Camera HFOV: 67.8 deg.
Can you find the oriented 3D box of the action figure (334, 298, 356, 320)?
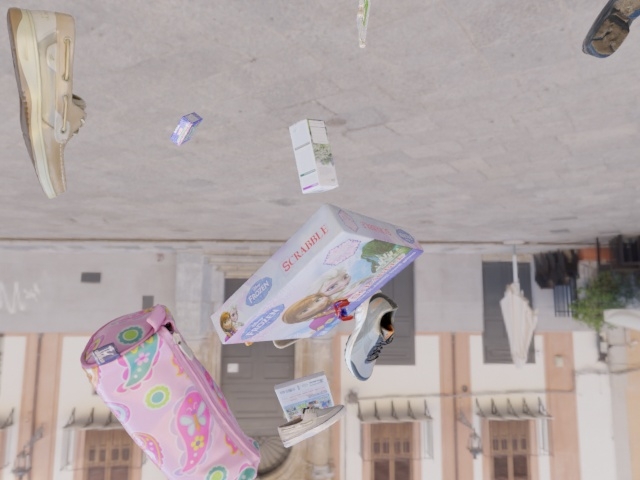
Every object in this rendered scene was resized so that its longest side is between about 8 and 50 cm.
[{"bbox_3d":[0.040,0.122,0.824,0.030,0.038,0.115,-18,175,-7],"label":"action figure"}]

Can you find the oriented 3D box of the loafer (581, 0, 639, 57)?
[{"bbox_3d":[0.474,-0.369,0.743,0.062,0.170,0.061,34,-160,-11],"label":"loafer"}]

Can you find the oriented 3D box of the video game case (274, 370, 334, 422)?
[{"bbox_3d":[-0.024,0.276,0.822,0.087,0.011,0.122,-16,129,-3],"label":"video game case"}]

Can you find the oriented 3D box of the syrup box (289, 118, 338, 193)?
[{"bbox_3d":[-0.023,-0.284,1.620,0.096,0.237,0.093,-13,178,45],"label":"syrup box"}]

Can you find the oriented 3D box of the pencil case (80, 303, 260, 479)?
[{"bbox_3d":[-0.183,0.215,0.613,0.124,0.284,0.124,-22,-159,9],"label":"pencil case"}]

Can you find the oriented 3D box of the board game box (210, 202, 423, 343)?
[{"bbox_3d":[0.007,0.081,0.923,0.318,0.066,0.318,-44,151,23],"label":"board game box"}]

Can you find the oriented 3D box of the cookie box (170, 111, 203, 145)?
[{"bbox_3d":[-0.443,-0.370,1.574,0.040,0.092,0.107,36,-158,-8],"label":"cookie box"}]

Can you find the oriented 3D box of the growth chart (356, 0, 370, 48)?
[{"bbox_3d":[0.106,-0.572,1.138,0.021,0.172,0.237,8,-177,6],"label":"growth chart"}]

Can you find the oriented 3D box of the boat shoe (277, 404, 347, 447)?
[{"bbox_3d":[-0.013,0.240,0.641,0.100,0.035,0.035,-31,172,11],"label":"boat shoe"}]

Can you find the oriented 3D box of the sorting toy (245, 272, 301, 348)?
[{"bbox_3d":[-0.080,0.156,1.216,0.347,0.196,0.047,-17,173,-39],"label":"sorting toy"}]

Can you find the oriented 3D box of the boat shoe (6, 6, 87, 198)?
[{"bbox_3d":[-0.431,-0.211,0.777,0.098,0.303,0.109,-13,-144,-35],"label":"boat shoe"}]

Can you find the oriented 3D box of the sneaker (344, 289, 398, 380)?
[{"bbox_3d":[0.140,0.266,1.281,0.100,0.272,0.108,-10,-153,-43],"label":"sneaker"}]
